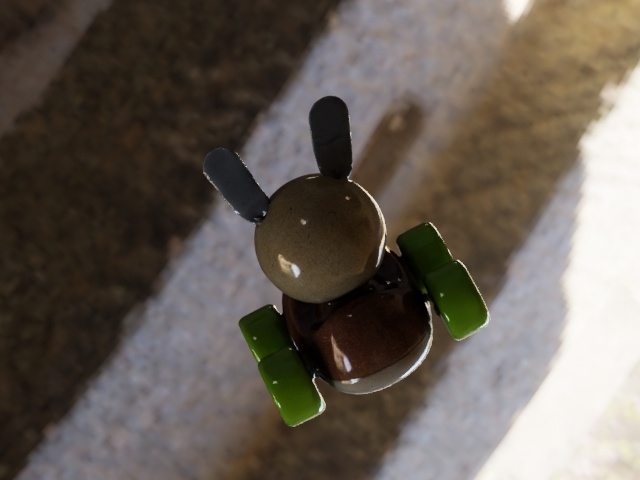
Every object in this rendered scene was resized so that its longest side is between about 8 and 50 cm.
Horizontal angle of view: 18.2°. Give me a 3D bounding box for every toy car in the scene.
[{"bbox_3d":[0.000,0.000,1.342,0.155,0.149,0.188,-28,114,-2],"label":"toy car"}]
